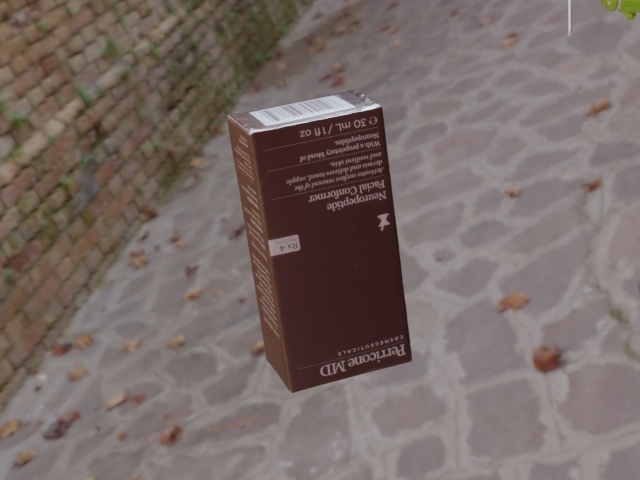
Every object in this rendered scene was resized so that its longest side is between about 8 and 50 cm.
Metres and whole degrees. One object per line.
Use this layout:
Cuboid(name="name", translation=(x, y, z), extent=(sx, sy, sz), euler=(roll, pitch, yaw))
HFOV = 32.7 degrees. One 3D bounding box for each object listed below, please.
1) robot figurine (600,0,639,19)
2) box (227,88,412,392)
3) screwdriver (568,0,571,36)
Cuboid(name="robot figurine", translation=(0.489, -0.390, 1.701), extent=(0.115, 0.067, 0.101), euler=(3, -12, 6))
Cuboid(name="box", translation=(0.000, 0.000, 1.521), extent=(0.191, 0.381, 0.143), euler=(-14, 21, -14))
Cuboid(name="screwdriver", translation=(0.323, -0.324, 1.415), extent=(0.024, 0.025, 0.170), euler=(-7, 44, 22))
